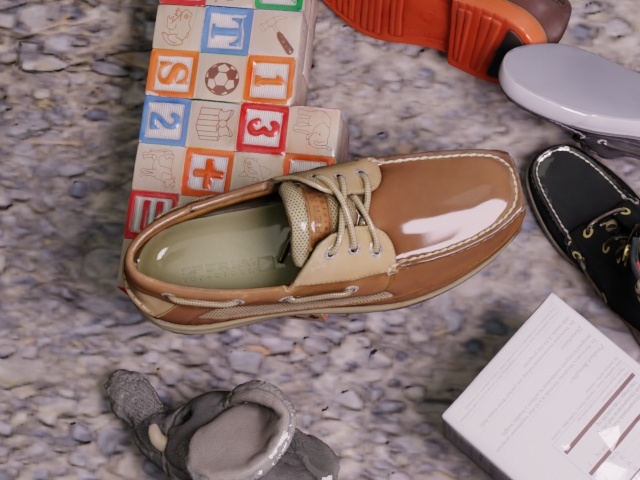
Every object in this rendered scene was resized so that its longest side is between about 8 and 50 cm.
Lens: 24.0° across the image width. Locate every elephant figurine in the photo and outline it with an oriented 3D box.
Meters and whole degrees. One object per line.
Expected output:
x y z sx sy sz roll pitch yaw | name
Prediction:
-0.063 0.187 1.223 0.186 0.169 0.239 4 59 -21 | elephant figurine

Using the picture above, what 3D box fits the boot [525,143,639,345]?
0.251 0.000 1.204 0.085 0.178 0.236 -34 76 -2 | boot

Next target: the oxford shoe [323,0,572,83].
0.093 -0.229 1.336 0.271 0.097 0.098 31 52 17 | oxford shoe

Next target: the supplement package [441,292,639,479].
0.230 0.179 1.187 0.244 0.139 0.134 41 83 14 | supplement package

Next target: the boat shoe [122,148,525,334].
0.000 0.000 1.174 0.324 0.120 0.122 -16 77 2 | boat shoe

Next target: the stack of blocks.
-0.064 -0.088 1.308 0.171 0.087 0.297 5 78 8 | stack of blocks

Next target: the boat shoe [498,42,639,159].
0.250 -0.101 1.260 0.229 0.076 0.080 9 49 -13 | boat shoe
